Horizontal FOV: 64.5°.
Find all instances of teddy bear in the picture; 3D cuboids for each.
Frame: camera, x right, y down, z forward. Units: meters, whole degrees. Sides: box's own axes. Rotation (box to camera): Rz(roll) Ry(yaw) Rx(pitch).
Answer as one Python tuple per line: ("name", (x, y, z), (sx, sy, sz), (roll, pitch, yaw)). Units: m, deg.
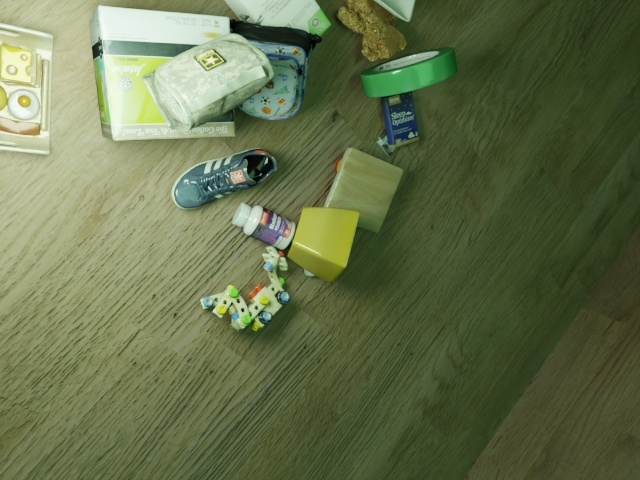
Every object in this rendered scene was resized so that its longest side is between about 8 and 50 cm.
("teddy bear", (0.168, -0.788, 1.738), (0.245, 0.113, 0.338), (-49, 114, -19))

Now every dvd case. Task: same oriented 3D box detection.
("dvd case", (0.273, -0.395, 1.946), (0.087, 0.013, 0.119), (42, 79, -32))

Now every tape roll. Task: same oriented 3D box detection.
("tape roll", (0.298, -0.574, 1.729), (0.322, 0.321, 0.077), (-27, 115, -22))

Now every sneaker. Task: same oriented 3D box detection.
("sneaker", (-0.291, -0.197, 1.584), (0.350, 0.148, 0.131), (-31, 117, -20))

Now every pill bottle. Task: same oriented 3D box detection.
("pill bottle", (-0.191, -0.052, 1.698), (0.194, 0.108, 0.108), (24, 90, -22))

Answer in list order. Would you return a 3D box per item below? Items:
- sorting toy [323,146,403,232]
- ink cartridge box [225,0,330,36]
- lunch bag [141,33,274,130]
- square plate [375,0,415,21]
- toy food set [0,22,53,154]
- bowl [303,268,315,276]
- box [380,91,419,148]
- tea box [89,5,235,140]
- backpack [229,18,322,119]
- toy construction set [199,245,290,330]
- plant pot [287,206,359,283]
("sorting toy", (0.141, -0.188, 1.868), (0.257, 0.089, 0.255), (16, 99, -33))
("ink cartridge box", (-0.131, -0.708, 1.562), (0.198, 0.115, 0.273), (-49, 122, -11))
("lunch bag", (-0.266, -0.375, 1.207), (0.235, 0.287, 0.168), (-33, 117, -19))
("square plate", (0.179, -0.925, 1.656), (0.348, 0.049, 0.343), (23, 71, -22))
("toy food set", (-0.795, -0.381, 1.269), (0.220, 0.092, 0.305), (2, 103, -31))
("bowl", (0.008, 0.067, 1.889), (0.142, 0.053, 0.141), (-9, 107, -27))
("box", (0.298, -0.473, 1.914), (0.137, 0.037, 0.225), (-23, 109, -29))
("tea box", (-0.430, -0.442, 1.393), (0.329, 0.220, 0.323), (-8, 106, -29))
("backpack", (-0.151, -0.484, 1.509), (0.277, 0.263, 0.213), (11, 58, 4))
("toy construction set", (-0.226, 0.178, 1.737), (0.215, 0.151, 0.328), (48, 68, -5))
("plant pot", (0.000, 0.000, 1.749), (0.187, 0.212, 0.212), (18, 67, -6))
